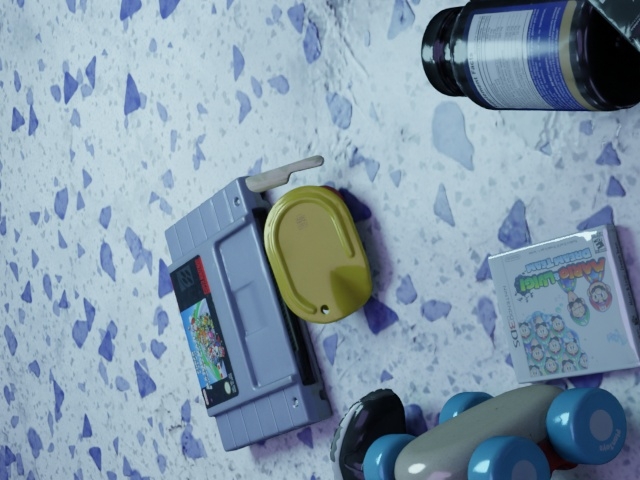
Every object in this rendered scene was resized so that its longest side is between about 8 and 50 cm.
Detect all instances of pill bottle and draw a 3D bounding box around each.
[{"bbox_3d":[0.205,-0.187,0.956,0.219,0.123,0.123,11,103,52],"label":"pill bottle"}]

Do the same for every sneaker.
[{"bbox_3d":[0.082,0.317,1.187,0.124,0.107,0.283,30,122,44],"label":"sneaker"}]

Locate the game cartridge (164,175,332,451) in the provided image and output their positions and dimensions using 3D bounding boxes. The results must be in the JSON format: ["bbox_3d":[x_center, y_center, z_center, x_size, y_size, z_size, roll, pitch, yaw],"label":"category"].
[{"bbox_3d":[-0.118,0.112,1.426,0.230,0.068,0.355,-29,74,43],"label":"game cartridge"}]

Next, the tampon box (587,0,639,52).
[{"bbox_3d":[0.314,-0.216,0.799,0.101,0.161,0.120,57,132,30],"label":"tampon box"}]

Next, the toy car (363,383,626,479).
[{"bbox_3d":[0.199,0.284,0.990,0.219,0.210,0.238,-19,93,59],"label":"toy car"}]

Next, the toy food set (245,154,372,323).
[{"bbox_3d":[0.000,0.000,1.275,0.128,0.071,0.218,-24,78,24],"label":"toy food set"}]

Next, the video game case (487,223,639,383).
[{"bbox_3d":[0.251,0.069,1.021,0.157,0.019,0.143,-19,81,48],"label":"video game case"}]
